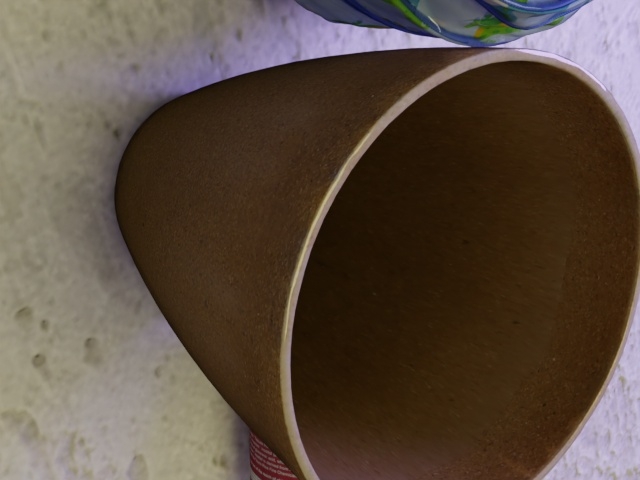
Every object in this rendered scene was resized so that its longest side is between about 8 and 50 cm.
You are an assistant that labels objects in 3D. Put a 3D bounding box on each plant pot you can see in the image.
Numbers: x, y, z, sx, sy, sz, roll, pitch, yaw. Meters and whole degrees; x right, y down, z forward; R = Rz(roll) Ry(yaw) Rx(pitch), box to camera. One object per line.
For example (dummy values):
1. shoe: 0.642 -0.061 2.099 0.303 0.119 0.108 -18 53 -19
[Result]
1. plant pot: 0.000 0.000 0.646 0.237 0.254 0.237 -14 112 -36

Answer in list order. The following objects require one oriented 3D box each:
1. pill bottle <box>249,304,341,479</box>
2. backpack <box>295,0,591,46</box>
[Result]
1. pill bottle: -0.005 0.107 0.790 0.086 0.086 0.152 -15 114 -35
2. backpack: 0.047 -0.272 0.623 0.290 0.273 0.356 -41 139 -30
